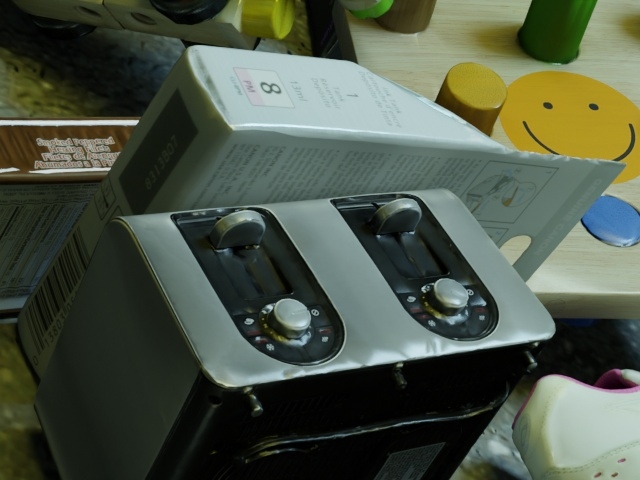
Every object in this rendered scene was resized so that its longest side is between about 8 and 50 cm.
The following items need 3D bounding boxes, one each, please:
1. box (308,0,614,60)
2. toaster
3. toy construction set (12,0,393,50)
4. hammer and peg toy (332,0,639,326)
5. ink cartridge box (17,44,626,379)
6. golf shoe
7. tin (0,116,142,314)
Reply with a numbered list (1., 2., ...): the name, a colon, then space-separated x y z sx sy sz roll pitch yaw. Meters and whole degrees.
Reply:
1. box: 0.086 -0.225 1.195 0.165 0.143 0.270 18 37 -21
2. toaster: -0.017 0.067 0.730 0.168 0.186 0.110 -6 51 -32
3. toy construction set: -0.071 -0.209 0.972 0.327 0.215 0.151 7 -18 35
4. hammer and peg toy: 0.200 -0.052 1.002 0.361 0.127 0.266 2 47 -14
5. ink cartridge box: 0.000 0.000 0.807 0.232 0.189 0.066 -2 51 -40
6. golf shoe: 0.228 0.110 0.925 0.306 0.115 0.140 -2 40 -45
7. tin: -0.131 -0.008 0.788 0.189 0.106 0.040 -4 56 -41
